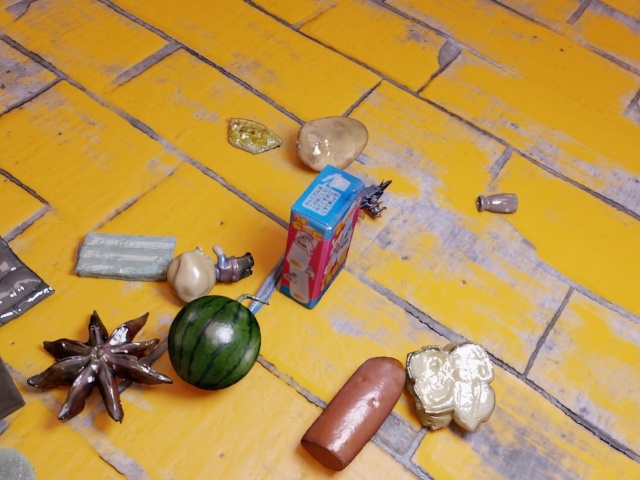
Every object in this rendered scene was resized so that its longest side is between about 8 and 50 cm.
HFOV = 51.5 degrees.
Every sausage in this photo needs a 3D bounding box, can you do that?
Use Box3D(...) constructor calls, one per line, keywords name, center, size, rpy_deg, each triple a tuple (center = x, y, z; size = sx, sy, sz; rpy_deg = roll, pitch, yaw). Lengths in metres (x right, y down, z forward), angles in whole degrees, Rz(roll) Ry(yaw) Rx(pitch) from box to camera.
Box3D(name="sausage", center=(0.079, 0.334, 1.326), size=(0.113, 0.114, 0.259), rpy_deg=(36, 57, 16))

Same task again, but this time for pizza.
Box3D(name="pizza", center=(-0.185, -0.284, 1.791), size=(0.160, 0.036, 0.099), rpy_deg=(24, 53, 8))

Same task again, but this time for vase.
Box3D(name="vase", center=(0.468, -0.099, 1.760), size=(0.100, 0.053, 0.053), rpy_deg=(-1, 53, -6))

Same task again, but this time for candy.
Box3D(name="candy", center=(-0.001, 0.000, 1.441), size=(0.100, 0.306, 0.157), rpy_deg=(27, 54, 13))

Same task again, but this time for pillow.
Box3D(name="pillow", center=(-0.753, 0.113, 1.352), size=(0.228, 0.101, 0.326), rpy_deg=(40, 59, 18))

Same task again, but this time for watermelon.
Box3D(name="watermelon", center=(-0.206, 0.191, 1.328), size=(0.187, 0.188, 0.215), rpy_deg=(22, 73, 7))

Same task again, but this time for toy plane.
Box3D(name="toy plane", center=(0.132, -0.121, 1.710), size=(0.130, 0.061, 0.189), rpy_deg=(38, 56, 19))

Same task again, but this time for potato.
Box3D(name="potato", center=(0.024, -0.260, 1.765), size=(0.161, 0.128, 0.235), rpy_deg=(40, 51, 0))

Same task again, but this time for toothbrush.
Box3D(name="toothbrush", center=(-0.071, 0.025, 1.581), size=(0.042, 0.035, 0.413), rpy_deg=(11, 49, 24))

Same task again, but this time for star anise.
Box3D(name="star anise", center=(-0.428, 0.242, 1.317), size=(0.288, 0.088, 0.288), rpy_deg=(-2, 48, 2))

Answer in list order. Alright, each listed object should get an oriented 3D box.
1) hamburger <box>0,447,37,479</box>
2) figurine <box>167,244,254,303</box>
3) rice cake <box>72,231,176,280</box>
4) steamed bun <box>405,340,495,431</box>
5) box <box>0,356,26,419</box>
Box3D(name="hamburger", center=(-0.561, 0.441, 1.160), size=(0.133, 0.062, 0.140), rpy_deg=(-30, 62, -33))
Box3D(name="figurine", center=(-0.243, 0.066, 1.475), size=(0.195, 0.114, 0.108), rpy_deg=(-19, 58, -31))
Box3D(name="rice cake", center=(-0.442, 0.035, 1.503), size=(0.210, 0.038, 0.124), rpy_deg=(7, 52, -4))
Box3D(name="steamed bun", center=(0.273, 0.309, 1.387), size=(0.177, 0.106, 0.192), rpy_deg=(-15, 69, -4))
Box3D(name="box", center=(-0.656, 0.237, 1.190), size=(0.148, 0.231, 0.155), rpy_deg=(-31, 63, -29))
